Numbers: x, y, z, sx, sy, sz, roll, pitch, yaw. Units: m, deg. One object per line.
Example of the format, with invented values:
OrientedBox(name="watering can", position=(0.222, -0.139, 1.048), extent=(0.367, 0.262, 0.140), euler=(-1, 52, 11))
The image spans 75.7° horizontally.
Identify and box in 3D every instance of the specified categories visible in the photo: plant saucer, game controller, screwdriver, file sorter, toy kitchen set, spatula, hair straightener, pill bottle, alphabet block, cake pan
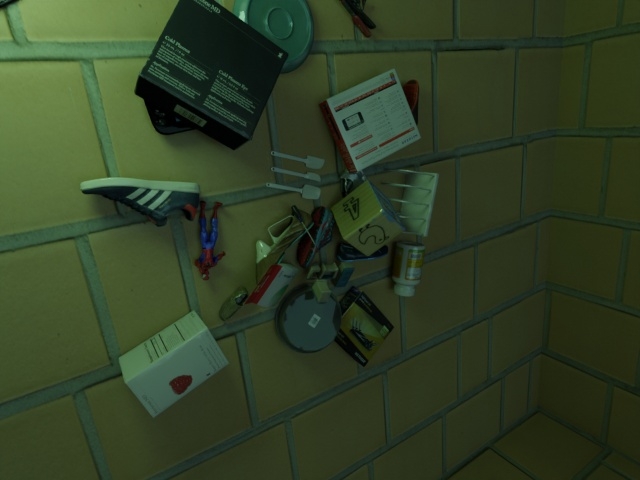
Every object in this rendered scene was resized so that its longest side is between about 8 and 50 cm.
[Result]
OrientedBox(name="plant saucer", position=(-0.149, -0.754, 1.436), extent=(0.317, 0.043, 0.318), euler=(-8, 105, -31))
OrientedBox(name="game controller", position=(-0.401, -0.451, 1.335), extent=(0.318, 0.067, 0.167), euler=(-22, 113, -27))
OrientedBox(name="screwdriver", position=(-0.063, -0.060, 1.560), extent=(0.024, 0.025, 0.170), euler=(-27, 78, -22))
OrientedBox(name="file sorter", position=(0.373, -0.175, 1.824), extent=(0.172, 0.192, 0.278), euler=(5, 99, -30))
OrientedBox(name="toy kitchen set", position=(0.051, 0.189, 1.699), extent=(0.206, 0.166, 0.122), euler=(1, 133, -28))
OrientedBox(name="spatula", position=(-0.095, -0.256, 1.607), extent=(0.241, 0.019, 0.169), euler=(5, 100, -34))
OrientedBox(name="hair straightener", position=(0.135, -0.902, 1.586), extent=(0.230, 0.047, 0.089), euler=(35, 82, -29))
OrientedBox(name="pill bottle", position=(0.413, 0.133, 1.955), extent=(0.136, 0.136, 0.246), euler=(-1, 102, -32))
OrientedBox(name="alphabet block", position=(0.191, -0.088, 1.671), extent=(0.197, 0.194, 0.192), euler=(-38, 135, 20))
OrientedBox(name="cake pan", position=(-0.038, 0.329, 1.713), extent=(0.292, 0.054, 0.294), euler=(0, 89, -19))

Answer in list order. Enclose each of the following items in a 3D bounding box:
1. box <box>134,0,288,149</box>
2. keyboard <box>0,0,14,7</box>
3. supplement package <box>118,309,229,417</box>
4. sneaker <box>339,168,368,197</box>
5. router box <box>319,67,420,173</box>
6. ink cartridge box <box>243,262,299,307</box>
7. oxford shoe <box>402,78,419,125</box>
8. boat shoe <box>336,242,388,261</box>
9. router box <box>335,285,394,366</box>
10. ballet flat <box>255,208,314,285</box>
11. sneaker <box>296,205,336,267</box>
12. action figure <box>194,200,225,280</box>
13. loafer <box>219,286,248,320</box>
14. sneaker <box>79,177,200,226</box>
OrientedBox(name="box", position=(-0.324, -0.505, 1.249), extent=(0.343, 0.178, 0.313), euler=(28, 78, -25))
OrientedBox(name="keyboard", position=(-0.856, -0.672, 1.017), extent=(0.108, 0.023, 0.180), euler=(-45, 120, -23))
OrientedBox(name="supplement package", position=(-0.502, 0.415, 1.416), extent=(0.292, 0.175, 0.178), euler=(-33, 118, -21))
OrientedBox(name="sneaker", position=(0.157, -0.207, 1.750), extent=(0.132, 0.086, 0.229), euler=(-44, 111, -10))
OrientedBox(name="router box", position=(0.204, -0.477, 1.651), extent=(0.335, 0.082, 0.302), euler=(-29, 104, -17))
OrientedBox(name="ink cartridge box", position=(-0.176, 0.171, 1.540), extent=(0.056, 0.224, 0.181), euler=(36, 96, 11))
OrientedBox(name="oxford shoe", position=(0.385, -0.560, 1.807), extent=(0.098, 0.096, 0.272), euler=(-4, 111, -49))
OrientedBox(name="boat shoe", position=(0.195, 0.036, 1.813), extent=(0.258, 0.109, 0.089), euler=(-8, 103, -33))
OrientedBox(name="router box", position=(0.176, 0.399, 1.902), extent=(0.243, 0.081, 0.309), euler=(-50, 122, -13))
OrientedBox(name="ballet flat", position=(-0.168, 0.009, 1.581), extent=(0.124, 0.116, 0.342), euler=(42, 77, -12))
OrientedBox(name="sneaker", position=(0.000, 0.000, 1.680), extent=(0.125, 0.104, 0.262), euler=(24, 88, -36))
OrientedBox(name="action figure", position=(-0.380, 0.013, 1.425), extent=(0.091, 0.139, 0.281), euler=(0, 104, -31))
OrientedBox(name="loafer", position=(-0.328, 0.242, 1.561), extent=(0.056, 0.050, 0.148), euler=(39, 80, -33))
OrientedBox(name="sneaker", position=(-0.548, -0.116, 1.282), extent=(0.349, 0.131, 0.148), euler=(0, 97, -33))
